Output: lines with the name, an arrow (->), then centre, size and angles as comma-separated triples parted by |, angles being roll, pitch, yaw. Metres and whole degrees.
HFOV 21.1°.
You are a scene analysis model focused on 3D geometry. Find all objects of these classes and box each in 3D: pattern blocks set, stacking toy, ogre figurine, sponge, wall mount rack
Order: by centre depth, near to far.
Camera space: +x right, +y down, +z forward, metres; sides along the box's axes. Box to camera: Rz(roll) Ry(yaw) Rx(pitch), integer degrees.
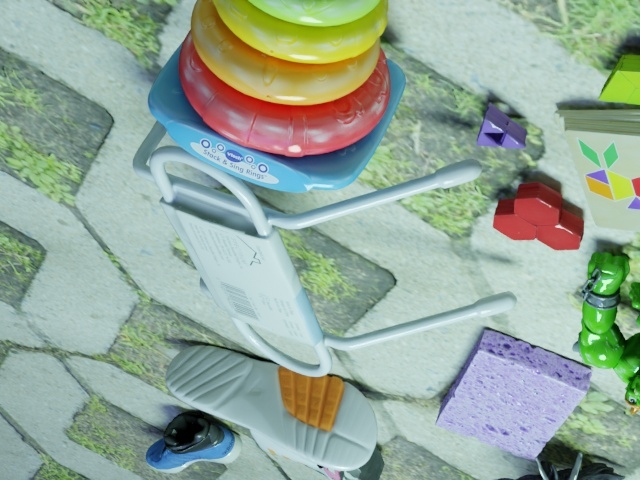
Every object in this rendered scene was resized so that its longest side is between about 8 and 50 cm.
stacking toy -> -0.009, -0.194, 1.224 | 0.175, 0.165, 0.302 | 23, 138, 6
pattern blocks set -> 0.281, -0.051, 1.358 | 0.325, 0.026, 0.285 | 12, 151, 20
ogre figurine -> 0.312, 0.094, 1.529 | 0.197, 0.096, 0.118 | 13, 136, -13
wall mount rack -> 0.000, 0.000, 1.535 | 0.304, 0.130, 0.350 | 19, 153, 27
sponge -> 0.198, 0.165, 1.791 | 0.117, 0.031, 0.210 | 21, 152, 2

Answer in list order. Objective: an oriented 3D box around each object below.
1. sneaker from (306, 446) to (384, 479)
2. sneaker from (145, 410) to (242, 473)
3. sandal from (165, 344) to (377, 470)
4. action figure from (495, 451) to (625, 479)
sneaker -> -0.004, 0.241, 2.051 | 0.178, 0.072, 0.077 | 39, 161, -13
sneaker -> -0.182, 0.255, 2.190 | 0.152, 0.058, 0.084 | -9, 145, 38
sandal -> -0.050, 0.192, 1.959 | 0.265, 0.102, 0.076 | 21, 155, 22
action figure -> 0.256, 0.329, 1.907 | 0.164, 0.141, 0.275 | -13, 155, -8
